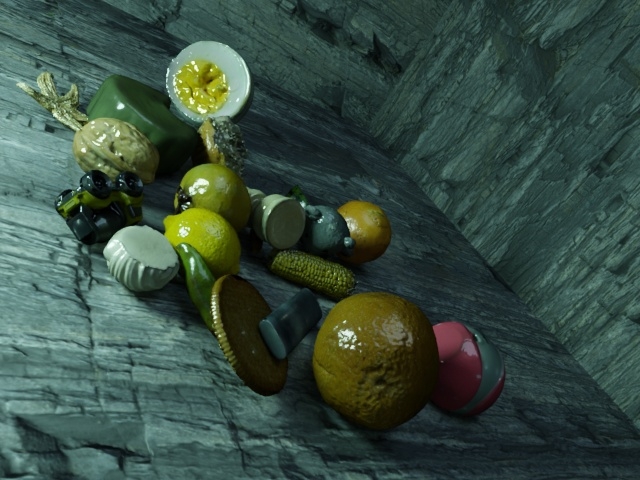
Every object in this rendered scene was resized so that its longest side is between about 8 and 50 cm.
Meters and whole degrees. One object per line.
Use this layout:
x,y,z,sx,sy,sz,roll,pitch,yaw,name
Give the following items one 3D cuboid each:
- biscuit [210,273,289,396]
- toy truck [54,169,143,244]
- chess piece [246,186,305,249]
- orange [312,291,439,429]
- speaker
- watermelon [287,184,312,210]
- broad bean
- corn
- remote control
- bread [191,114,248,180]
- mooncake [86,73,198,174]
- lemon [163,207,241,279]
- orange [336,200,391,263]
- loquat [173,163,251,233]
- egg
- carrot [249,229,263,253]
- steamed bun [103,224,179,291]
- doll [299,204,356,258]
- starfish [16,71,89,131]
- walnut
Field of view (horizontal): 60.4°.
-0.165,0.219,1.284,0.305,0.038,0.305,56,16,-26,biscuit
-0.538,-0.075,1.389,0.165,0.147,0.224,64,25,5,toy truck
-0.199,-0.095,1.762,0.167,0.167,0.300,9,12,-46,chess piece
0.138,0.287,1.369,0.322,0.322,0.357,35,12,1,orange
0.432,0.399,1.712,0.294,0.294,0.294,29,24,-14,speaker
-0.075,-0.162,2.277,0.119,0.063,0.245,41,10,-38,watermelon
-0.262,0.152,1.326,0.339,0.077,0.061,58,2,3,broad bean
-0.022,0.101,1.765,0.318,0.115,0.115,23,25,-24,corn
-0.069,0.211,1.464,0.107,0.044,0.377,65,15,-1,remote control
-0.365,-0.314,1.983,0.274,0.149,0.274,-14,90,-71,bread
-0.582,-0.372,1.800,0.351,0.187,0.351,40,20,-18,mooncake
-0.311,0.011,1.447,0.244,0.187,0.187,39,23,5,lemon
0.145,-0.031,2.065,0.246,0.246,0.246,29,24,-14,orange
-0.321,-0.111,1.612,0.244,0.244,0.244,29,24,-14,loquat
-0.459,-0.644,2.355,0.354,0.354,0.340,32,1,-8,egg
-0.206,0.002,1.786,0.048,0.048,0.139,25,27,-21,carrot
-0.428,0.052,1.307,0.183,0.106,0.183,32,27,-18,steamed bun
-0.003,0.005,1.855,0.246,0.340,0.158,31,66,-5,doll
-0.818,-0.425,1.770,0.302,0.060,0.299,47,15,-4,starfish
-0.579,-0.244,1.570,0.245,0.198,0.198,38,22,-12,walnut
